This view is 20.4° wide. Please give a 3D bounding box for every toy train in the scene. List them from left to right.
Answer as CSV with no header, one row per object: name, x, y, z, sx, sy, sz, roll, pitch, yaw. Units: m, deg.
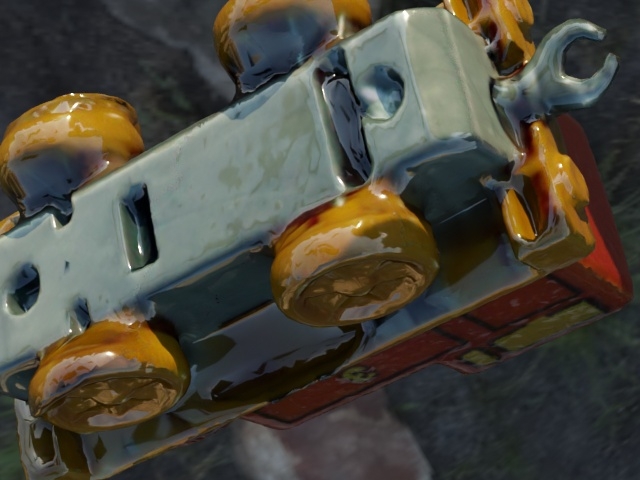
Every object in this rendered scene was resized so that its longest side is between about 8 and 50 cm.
toy train,0.000,0.000,0.883,0.369,0.231,0.163,-27,59,26
